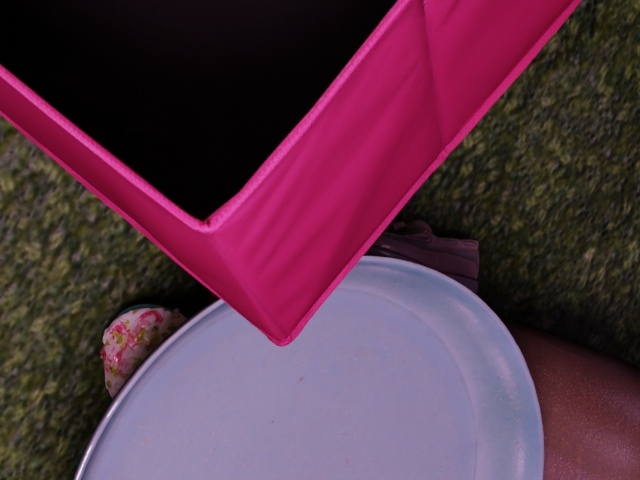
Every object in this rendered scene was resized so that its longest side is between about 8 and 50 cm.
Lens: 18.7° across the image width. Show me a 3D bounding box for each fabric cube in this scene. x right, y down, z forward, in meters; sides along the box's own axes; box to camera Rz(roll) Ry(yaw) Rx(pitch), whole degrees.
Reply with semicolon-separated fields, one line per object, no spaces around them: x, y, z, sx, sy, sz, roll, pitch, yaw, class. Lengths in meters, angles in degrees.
-0.042;-0.143;0.853;0.259;0.254;0.258;-50;166;-6;fabric cube

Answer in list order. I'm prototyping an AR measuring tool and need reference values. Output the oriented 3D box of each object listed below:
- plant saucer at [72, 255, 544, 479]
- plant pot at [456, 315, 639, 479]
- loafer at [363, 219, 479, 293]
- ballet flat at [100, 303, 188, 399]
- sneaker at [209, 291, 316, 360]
-0.012;0.156;1.106;0.318;0.044;0.317;-11;111;-30;plant saucer
0.133;0.146;1.282;0.230;0.215;0.215;36;85;-30;plant pot
0.062;0.004;1.248;0.125;0.045;0.039;22;79;-51;loafer
-0.061;0.139;1.165;0.091;0.077;0.241;-18;131;11;ballet flat
0.000;0.000;1.152;0.121;0.099;0.262;-31;129;-32;sneaker
